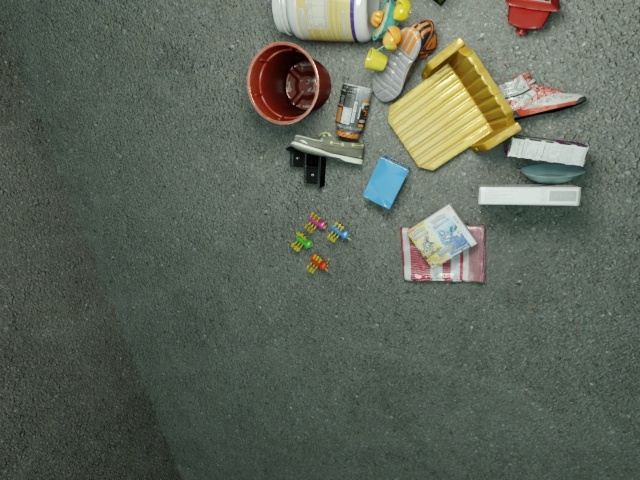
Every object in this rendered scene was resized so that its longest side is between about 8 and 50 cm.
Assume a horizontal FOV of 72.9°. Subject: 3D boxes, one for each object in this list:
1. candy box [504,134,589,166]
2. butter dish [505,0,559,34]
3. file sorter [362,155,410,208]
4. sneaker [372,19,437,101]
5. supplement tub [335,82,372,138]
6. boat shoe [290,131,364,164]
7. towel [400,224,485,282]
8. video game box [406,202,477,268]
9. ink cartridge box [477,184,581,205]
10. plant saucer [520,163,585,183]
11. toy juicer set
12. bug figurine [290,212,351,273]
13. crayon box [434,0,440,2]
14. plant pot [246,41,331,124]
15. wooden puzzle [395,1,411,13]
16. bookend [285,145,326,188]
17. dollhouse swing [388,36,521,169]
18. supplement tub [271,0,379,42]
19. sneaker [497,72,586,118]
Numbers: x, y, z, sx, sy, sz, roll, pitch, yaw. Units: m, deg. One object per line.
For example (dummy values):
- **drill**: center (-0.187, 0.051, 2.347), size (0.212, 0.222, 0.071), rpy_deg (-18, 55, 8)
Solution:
- **candy box**: center (0.759, -0.309, 1.472), size (0.234, 0.159, 0.071), rpy_deg (13, 110, 16)
- **butter dish**: center (0.664, -0.723, 1.389), size (0.160, 0.159, 0.118), rpy_deg (17, 136, 13)
- **file sorter**: center (0.263, -0.233, 1.703), size (0.118, 0.104, 0.170), rpy_deg (28, 114, 9)
- **sneaker**: center (0.314, -0.635, 1.542), size (0.124, 0.180, 0.321), rpy_deg (49, 151, 5)
- **supplement tub**: center (0.123, -0.494, 1.658), size (0.117, 0.117, 0.190), rpy_deg (17, 113, 13)
- **boat shoe**: center (0.033, -0.368, 1.684), size (0.305, 0.109, 0.091), rpy_deg (10, 96, -22)
- **towel**: center (0.494, 0.056, 1.759), size (0.329, 0.037, 0.236), rpy_deg (-1, 107, 20)
- **video game box**: center (0.475, -0.015, 1.702), size (0.205, 0.048, 0.187), rpy_deg (-36, 88, 26)
- **ink cartridge box**: center (0.699, -0.161, 1.493), size (0.297, 0.261, 0.066), rpy_deg (3, 100, 18)
- **plant saucer**: center (0.786, -0.223, 1.473), size (0.195, 0.195, 0.037), rpy_deg (1, 112, 19)
- **toy juicer set**: center (0.221, -0.741, 1.412), size (0.090, 0.209, 0.328), rpy_deg (15, 79, -13)
- **bug figurine**: center (0.000, 0.000, 1.895), size (0.216, 0.072, 0.279), rpy_deg (40, 121, 10)
- **crayon box**: center (0.454, -0.917, 1.348), size (0.083, 0.203, 0.323), rpy_deg (41, 116, 2)
- **plant pot**: center (-0.093, -0.581, 1.622), size (0.273, 0.265, 0.272), rpy_deg (6, 109, 17)
- **wooden puzzle**: center (0.287, -0.830, 1.546), size (0.083, 0.006, 0.049), rpy_deg (36, 116, 5)
- **bookend**: center (-0.062, -0.308, 1.811), size (0.157, 0.072, 0.156), rpy_deg (9, 111, 17)
- **dollhouse swing**: center (0.423, -0.428, 1.494), size (0.305, 0.315, 0.346), rpy_deg (-34, 95, 11)
- **supplement tub**: center (0.023, -0.825, 1.511), size (0.332, 0.241, 0.240), rpy_deg (10, 111, 16)
- **sneaker**: center (0.736, -0.498, 1.453), size (0.270, 0.090, 0.144), rpy_deg (-10, 93, 14)
